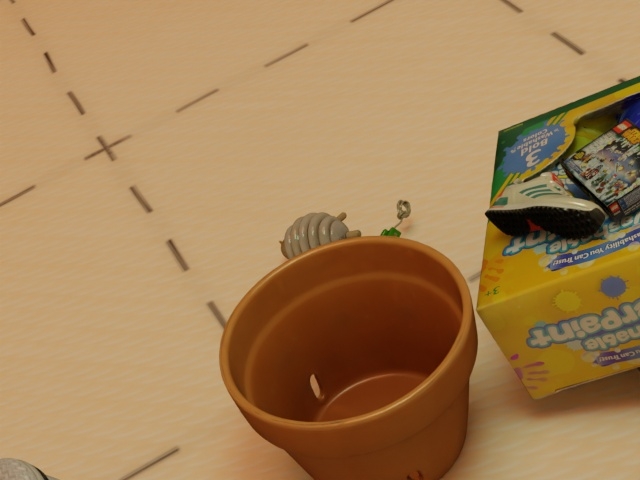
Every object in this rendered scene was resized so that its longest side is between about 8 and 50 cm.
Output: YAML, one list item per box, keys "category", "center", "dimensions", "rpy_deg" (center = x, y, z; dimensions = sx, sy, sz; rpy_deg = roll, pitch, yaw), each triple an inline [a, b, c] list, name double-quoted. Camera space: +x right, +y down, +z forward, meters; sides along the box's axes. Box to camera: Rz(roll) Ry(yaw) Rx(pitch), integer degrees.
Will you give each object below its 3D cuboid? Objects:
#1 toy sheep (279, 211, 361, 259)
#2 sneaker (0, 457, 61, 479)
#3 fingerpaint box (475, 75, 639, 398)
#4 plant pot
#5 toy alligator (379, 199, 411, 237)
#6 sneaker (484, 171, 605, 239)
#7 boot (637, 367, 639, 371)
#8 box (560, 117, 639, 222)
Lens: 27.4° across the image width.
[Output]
- category: "toy sheep"
  center: [0.000, 0.000, 1.817]
  dimensions: [0.132, 0.091, 0.091]
  rpy_deg: [-18, 35, 33]
- category: "sneaker"
  center: [-0.337, 0.423, 1.446]
  dimensions: [0.137, 0.210, 0.366]
  rpy_deg: [26, 92, 42]
- category: "fingerpaint box"
  center: [0.420, -0.051, 1.519]
  dimensions: [0.444, 0.163, 0.371]
  rpy_deg: [-20, 31, 26]
- category: "plant pot"
  center: [0.050, 0.166, 1.512]
  dimensions: [0.290, 0.204, 0.291]
  rpy_deg: [-12, 40, 10]
- category: "toy alligator"
  center: [0.081, 0.022, 1.786]
  dimensions: [0.051, 0.056, 0.190]
  rpy_deg: [-42, 19, 46]
- category: "sneaker"
  center: [0.256, -0.047, 1.455]
  dimensions: [0.161, 0.057, 0.075]
  rpy_deg: [0, 52, 55]
- category: "boot"
  center: [0.487, 0.158, 1.432]
  dimensions: [0.263, 0.091, 0.229]
  rpy_deg: [-30, 40, 5]
- category: "box"
  center: [0.333, -0.080, 1.450]
  dimensions: [0.094, 0.027, 0.137]
  rpy_deg: [-33, 27, 2]
